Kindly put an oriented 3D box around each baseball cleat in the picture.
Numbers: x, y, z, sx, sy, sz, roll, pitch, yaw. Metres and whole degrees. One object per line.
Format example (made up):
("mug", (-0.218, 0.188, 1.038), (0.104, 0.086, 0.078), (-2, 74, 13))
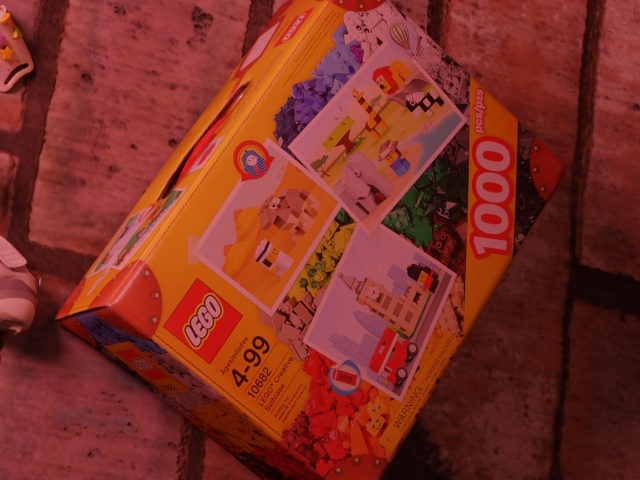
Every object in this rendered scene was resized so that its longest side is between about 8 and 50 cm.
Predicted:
("baseball cleat", (-0.402, 0.033, 1.715), (0.205, 0.072, 0.109), (24, 58, -27))

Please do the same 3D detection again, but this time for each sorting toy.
("sorting toy", (-0.358, -0.210, 1.787), (0.083, 0.045, 0.075), (-46, 123, -25))

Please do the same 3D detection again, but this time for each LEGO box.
("LEGO box", (0.000, 0.000, 1.848), (0.372, 0.193, 0.500), (40, 66, -17))
